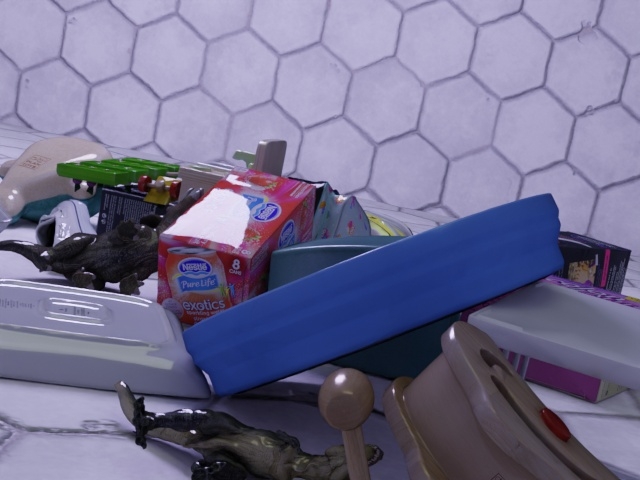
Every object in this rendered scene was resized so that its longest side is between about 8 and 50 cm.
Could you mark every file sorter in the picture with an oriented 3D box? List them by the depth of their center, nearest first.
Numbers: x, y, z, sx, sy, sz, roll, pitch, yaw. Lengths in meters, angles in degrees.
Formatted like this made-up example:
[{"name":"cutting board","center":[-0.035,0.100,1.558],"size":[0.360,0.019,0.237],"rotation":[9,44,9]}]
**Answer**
[{"name":"file sorter","center":[0.240,0.155,0.933],"size":[0.192,0.173,0.277],"rotation":[16,9,21]}]

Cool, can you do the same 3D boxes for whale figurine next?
[{"name":"whale figurine","center":[-0.482,-0.081,1.838],"size":[0.216,0.141,0.272],"rotation":[15,33,26]}]

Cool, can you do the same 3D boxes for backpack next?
[{"name":"backpack","center":[0.000,0.000,1.683],"size":[0.144,0.166,0.188],"rotation":[11,-15,18]}]

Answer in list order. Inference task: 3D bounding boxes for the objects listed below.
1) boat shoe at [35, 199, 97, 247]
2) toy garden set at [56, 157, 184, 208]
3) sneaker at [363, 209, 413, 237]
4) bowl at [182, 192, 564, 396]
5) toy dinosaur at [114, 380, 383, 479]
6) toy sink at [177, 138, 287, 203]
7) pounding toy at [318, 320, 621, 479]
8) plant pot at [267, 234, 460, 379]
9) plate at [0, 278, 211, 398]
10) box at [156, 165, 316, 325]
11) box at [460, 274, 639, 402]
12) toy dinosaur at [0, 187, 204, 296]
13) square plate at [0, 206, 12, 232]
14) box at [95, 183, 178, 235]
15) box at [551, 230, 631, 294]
[{"name":"boat shoe","center":[-0.388,-0.016,1.559],"size":[0.075,0.083,0.226],"rotation":[9,9,-27]},{"name":"toy garden set","center":[-0.286,-0.095,1.735],"size":[0.203,0.049,0.244],"rotation":[11,10,18]},{"name":"sneaker","center":[-0.008,-0.028,1.988],"size":[0.384,0.145,0.147],"rotation":[11,7,7]},{"name":"bowl","center":[0.058,0.059,1.037],"size":[0.391,0.077,0.391],"rotation":[-20,-4,-2]},{"name":"toy dinosaur","center":[-0.089,0.163,0.842],"size":[0.268,0.064,0.118],"rotation":[13,1,24]},{"name":"toy sink","center":[-0.150,-0.055,1.641],"size":[0.131,0.234,0.153],"rotation":[13,9,8]},{"name":"pounding toy","center":[0.101,0.169,0.753],"size":[0.269,0.155,0.154],"rotation":[41,15,-10]},{"name":"plant pot","center":[0.057,0.073,1.325],"size":[0.234,0.166,0.165],"rotation":[7,7,13]},{"name":"plate","center":[-0.266,0.093,1.117],"size":[0.277,0.045,0.277],"rotation":[9,9,-15]},{"name":"box","center":[-0.107,0.008,1.397],"size":[0.128,0.123,0.257],"rotation":[14,28,14]},{"name":"box","center":[0.343,0.127,1.484],"size":[0.213,0.117,0.243],"rotation":[16,9,32]},{"name":"toy dinosaur","center":[-0.292,0.024,1.400],"size":[0.313,0.121,0.160],"rotation":[-17,1,2]},{"name":"square plate","center":[-0.593,-0.029,1.310],"size":[0.347,0.049,0.344],"rotation":[-6,16,-26]},{"name":"box","center":[-0.284,-0.037,1.820],"size":[0.158,0.093,0.156],"rotation":[12,9,13]},{"name":"box","center":[0.442,0.062,1.989],"size":[0.270,0.143,0.165],"rotation":[4,12,-43]}]
